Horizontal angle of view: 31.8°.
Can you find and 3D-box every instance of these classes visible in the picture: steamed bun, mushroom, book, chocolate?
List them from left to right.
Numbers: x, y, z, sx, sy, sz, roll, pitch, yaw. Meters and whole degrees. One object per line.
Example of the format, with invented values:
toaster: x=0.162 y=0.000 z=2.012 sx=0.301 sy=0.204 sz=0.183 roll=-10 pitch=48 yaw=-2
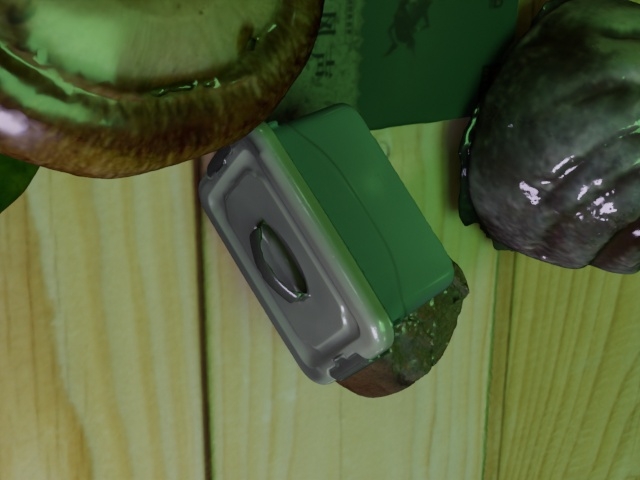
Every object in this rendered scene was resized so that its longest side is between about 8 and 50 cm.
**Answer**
mushroom: x=-0.142 y=-0.207 z=0.762 sx=0.345 sy=0.259 sz=0.346 roll=0 pitch=89 yaw=-29
book: x=0.031 y=-0.223 z=1.025 sx=0.379 sy=0.031 sz=0.264 roll=-11 pitch=117 yaw=-27
steamed bun: x=0.068 y=0.074 z=1.126 sx=0.175 sy=0.106 sz=0.145 roll=-51 pitch=126 yaw=-6
chocolate: x=0.316 y=-0.081 z=1.132 sx=0.303 sy=0.213 sz=0.303 roll=-18 pitch=123 yaw=-31

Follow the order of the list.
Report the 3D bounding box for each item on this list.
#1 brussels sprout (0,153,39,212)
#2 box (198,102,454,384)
brussels sprout: x=-0.290 y=-0.066 z=0.840 sx=0.149 sy=0.122 sz=0.152 roll=28 pitch=95 yaw=-39
box: x=0.000 y=0.000 z=0.978 sx=0.130 sy=0.162 sz=0.227 roll=-29 pitch=83 yaw=-30
